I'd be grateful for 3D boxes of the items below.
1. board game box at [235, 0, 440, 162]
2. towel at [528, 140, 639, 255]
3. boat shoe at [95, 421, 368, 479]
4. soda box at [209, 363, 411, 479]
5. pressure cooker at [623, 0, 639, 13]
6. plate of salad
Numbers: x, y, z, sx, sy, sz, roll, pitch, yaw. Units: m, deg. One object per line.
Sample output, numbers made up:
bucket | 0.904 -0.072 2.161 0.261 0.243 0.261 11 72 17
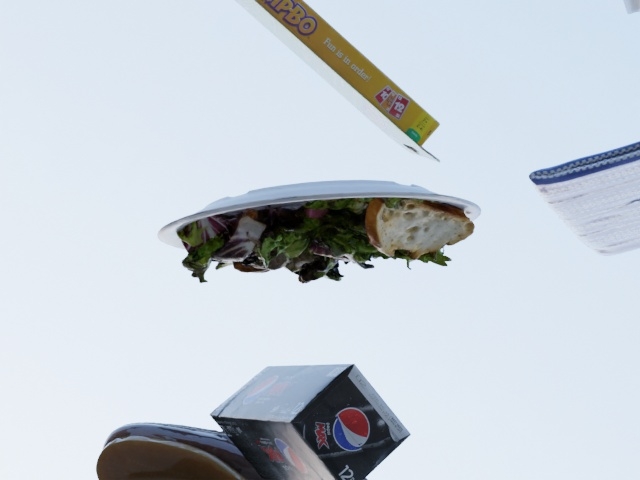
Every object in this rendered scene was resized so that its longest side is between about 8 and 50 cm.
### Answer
board game box | 0.006 -0.165 1.526 0.259 0.039 0.124 43 -1 -12
towel | 0.362 -0.061 1.756 0.243 0.040 0.336 -17 -18 16
boat shoe | -0.053 0.172 1.201 0.207 0.073 0.073 22 -62 -7
soda box | -0.009 0.114 1.061 0.060 0.053 0.169 51 -17 -9
pressure cooker | 0.336 -0.280 1.059 0.375 0.369 0.420 172 -99 -72
plate of salad | 0.000 0.000 1.059 0.200 0.199 0.048 -13 -102 43
